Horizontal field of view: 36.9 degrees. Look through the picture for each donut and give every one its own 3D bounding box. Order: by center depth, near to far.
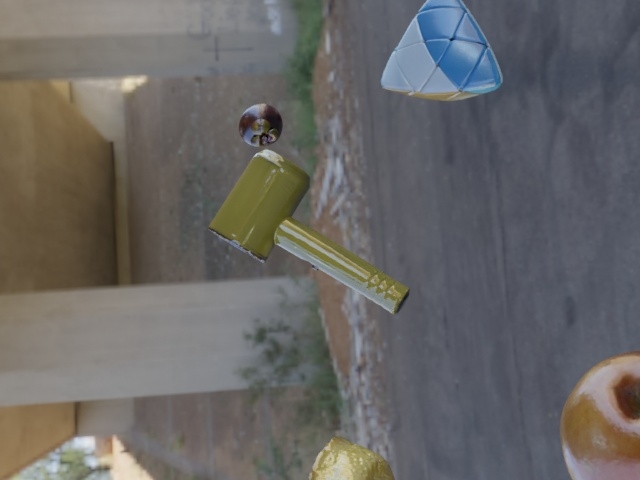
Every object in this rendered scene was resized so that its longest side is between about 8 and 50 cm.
[{"bbox_3d":[0.030,0.313,1.044,0.174,0.074,0.190,-5,-75,-64],"label":"donut"}]

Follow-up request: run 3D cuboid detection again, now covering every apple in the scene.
[{"bbox_3d":[0.436,0.255,1.232,0.253,0.253,0.254,177,90,-84],"label":"apple"}]

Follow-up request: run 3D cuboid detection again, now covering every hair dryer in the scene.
[{"bbox_3d":[0.000,0.000,1.281,0.135,0.278,0.090,-58,-10,-5],"label":"hair dryer"}]

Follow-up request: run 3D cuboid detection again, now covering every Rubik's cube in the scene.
[{"bbox_3d":[0.225,-0.393,1.966,0.254,0.254,0.254,177,90,-84],"label":"Rubik's cube"}]

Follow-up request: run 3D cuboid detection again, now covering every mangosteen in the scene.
[{"bbox_3d":[-0.103,-0.202,1.712,0.081,0.081,0.081,177,90,-84],"label":"mangosteen"}]
